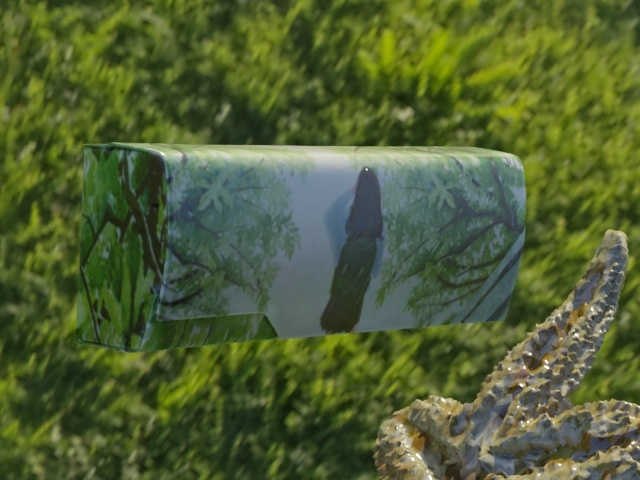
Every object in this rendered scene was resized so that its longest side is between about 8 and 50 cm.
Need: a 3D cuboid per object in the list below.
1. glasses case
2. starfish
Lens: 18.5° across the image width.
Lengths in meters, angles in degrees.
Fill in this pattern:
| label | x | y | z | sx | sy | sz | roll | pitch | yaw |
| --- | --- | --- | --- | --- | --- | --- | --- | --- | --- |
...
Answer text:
| label | x | y | z | sx | sy | sz | roll | pitch | yaw |
| --- | --- | --- | --- | --- | --- | --- | --- | --- | --- |
| glasses case | 0.000 | 0.000 | 0.965 | 0.272 | 0.062 | 0.095 | -3 | 97 | -49 |
| starfish | 0.067 | 0.121 | 0.804 | 0.295 | 0.231 | 0.048 | -44 | 122 | -9 |
